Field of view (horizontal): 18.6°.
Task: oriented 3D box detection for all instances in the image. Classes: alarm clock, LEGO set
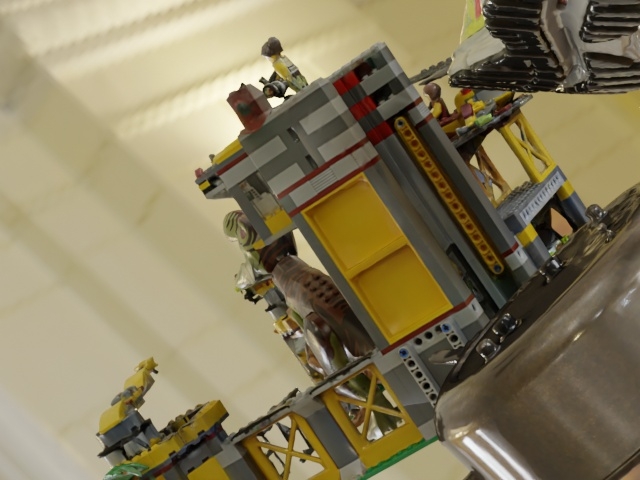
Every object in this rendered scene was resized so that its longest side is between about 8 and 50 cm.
[{"bbox_3d":[0.105,0.024,0.653,0.129,0.064,0.192,-47,5,-40],"label":"alarm clock"},{"bbox_3d":[0.000,0.000,0.985,0.255,0.192,0.331,-32,3,34],"label":"LEGO set"}]

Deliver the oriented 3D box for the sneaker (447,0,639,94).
[{"bbox_3d":[0.096,-0.115,0.789,0.208,0.081,0.094,101,170,-80],"label":"sneaker"}]
